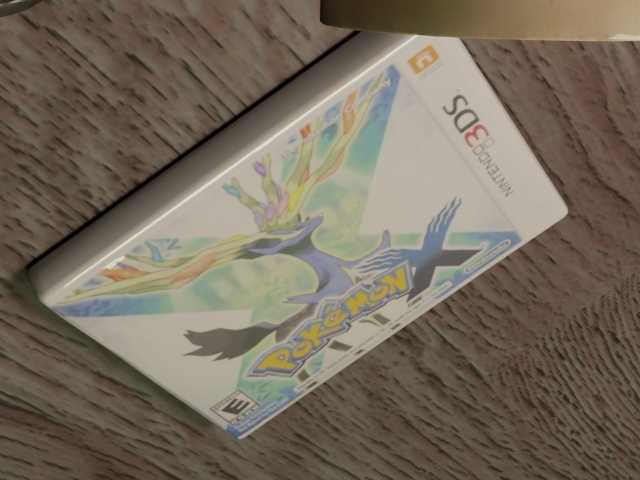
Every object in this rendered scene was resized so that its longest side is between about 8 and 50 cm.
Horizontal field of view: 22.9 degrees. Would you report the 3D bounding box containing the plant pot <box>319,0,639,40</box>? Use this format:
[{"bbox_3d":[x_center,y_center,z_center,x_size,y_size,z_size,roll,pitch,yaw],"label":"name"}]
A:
[{"bbox_3d":[0.140,-0.210,0.831,0.284,0.284,0.191,-8,103,-29],"label":"plant pot"}]

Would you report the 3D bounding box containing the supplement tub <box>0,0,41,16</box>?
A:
[{"bbox_3d":[-0.125,-0.266,0.578,0.207,0.207,0.338,3,133,-38],"label":"supplement tub"}]

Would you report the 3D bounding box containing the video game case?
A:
[{"bbox_3d":[0.000,0.000,1.152,0.329,0.036,0.300,-35,145,7],"label":"video game case"}]
